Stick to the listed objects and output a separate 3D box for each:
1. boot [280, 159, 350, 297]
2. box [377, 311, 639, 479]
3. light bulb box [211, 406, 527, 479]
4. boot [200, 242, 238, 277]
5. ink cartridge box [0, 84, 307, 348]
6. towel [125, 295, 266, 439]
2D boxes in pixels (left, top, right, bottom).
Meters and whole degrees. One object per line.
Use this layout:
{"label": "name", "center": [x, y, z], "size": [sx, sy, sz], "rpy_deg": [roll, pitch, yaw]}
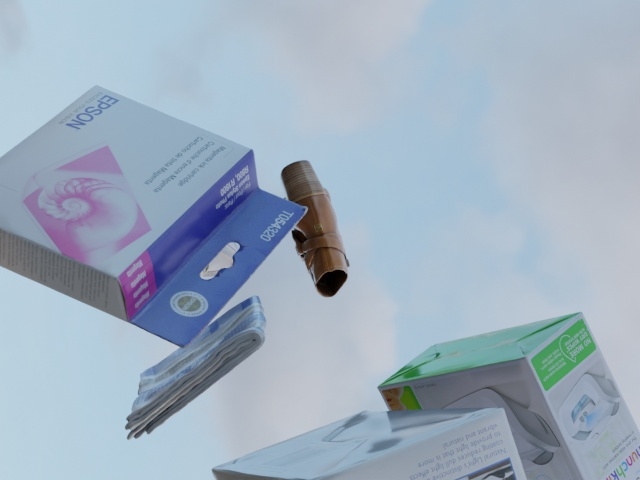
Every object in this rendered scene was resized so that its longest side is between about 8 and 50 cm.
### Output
{"label": "boot", "center": [0.000, 0.000, 2.317], "size": [0.283, 0.109, 0.220], "rpy_deg": [94, -22, -69]}
{"label": "box", "center": [0.235, 0.230, 1.517], "size": [0.262, 0.126, 0.231], "rpy_deg": [-18, -81, 51]}
{"label": "light bulb box", "center": [0.081, 0.383, 1.357], "size": [0.358, 0.225, 0.361], "rpy_deg": [-22, -94, 68]}
{"label": "boot", "center": [-0.205, 0.045, 1.887], "size": [0.095, 0.258, 0.123], "rpy_deg": [-47, -126, 25]}
{"label": "ink cartridge box", "center": [-0.223, -0.044, 1.526], "size": [0.330, 0.324, 0.071], "rpy_deg": [21, -52, 15]}
{"label": "towel", "center": [-0.159, 0.154, 1.644], "size": [0.034, 0.209, 0.285], "rpy_deg": [53, 2, -8]}
